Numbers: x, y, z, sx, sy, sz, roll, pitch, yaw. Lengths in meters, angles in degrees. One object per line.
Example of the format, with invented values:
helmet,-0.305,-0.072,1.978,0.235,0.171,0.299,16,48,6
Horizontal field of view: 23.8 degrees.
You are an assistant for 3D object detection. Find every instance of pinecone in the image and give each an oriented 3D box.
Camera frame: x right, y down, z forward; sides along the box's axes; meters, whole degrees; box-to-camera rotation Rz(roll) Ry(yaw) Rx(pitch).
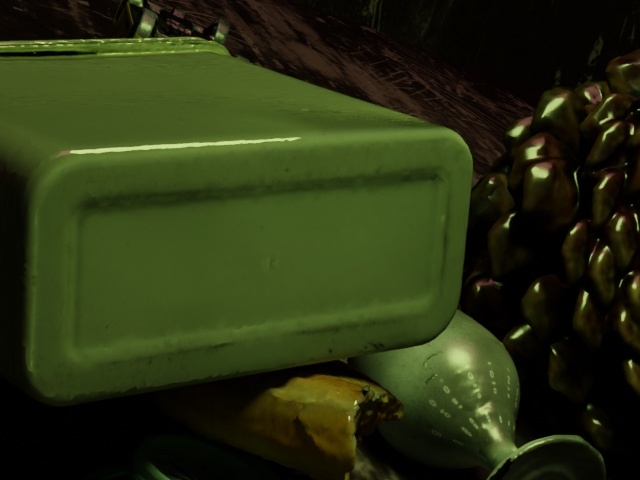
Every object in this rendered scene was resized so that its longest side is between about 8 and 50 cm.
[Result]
pinecone,0.319,0.012,1.460,0.398,0.398,0.398,21,16,-6

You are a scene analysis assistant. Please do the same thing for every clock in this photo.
clock,-0.085,0.164,0.983,0.135,0.041,0.101,12,18,-33

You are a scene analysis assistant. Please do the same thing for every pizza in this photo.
pizza,-0.053,0.097,1.095,0.182,0.074,0.365,13,5,-37

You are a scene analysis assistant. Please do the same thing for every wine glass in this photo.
wine glass,0.114,0.139,1.197,0.126,0.126,0.241,12,21,-33

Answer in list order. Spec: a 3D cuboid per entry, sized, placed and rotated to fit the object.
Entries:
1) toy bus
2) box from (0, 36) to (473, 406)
toy bus,-0.190,-0.207,1.853,0.145,0.151,0.331,25,13,-16
box,-0.130,-0.029,1.062,0.352,0.177,0.344,-6,18,-36
